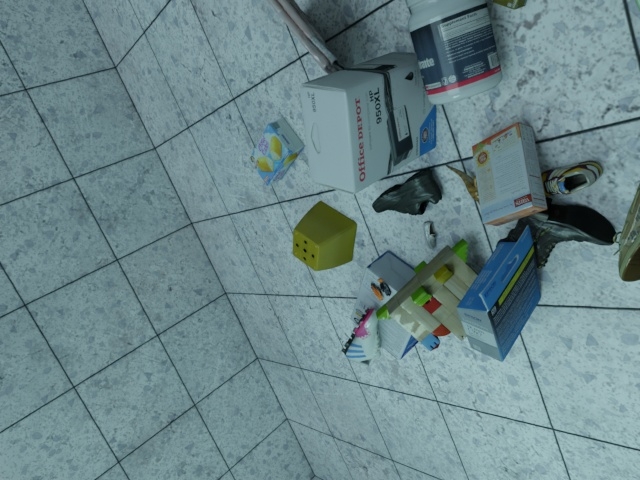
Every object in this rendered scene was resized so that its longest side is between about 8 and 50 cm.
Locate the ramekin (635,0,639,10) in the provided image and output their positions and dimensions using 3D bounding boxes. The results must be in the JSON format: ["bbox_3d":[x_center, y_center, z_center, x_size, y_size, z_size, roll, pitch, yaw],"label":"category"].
[{"bbox_3d":[0.708,-0.488,0.801,0.303,0.148,0.303,30,136,34],"label":"ramekin"}]

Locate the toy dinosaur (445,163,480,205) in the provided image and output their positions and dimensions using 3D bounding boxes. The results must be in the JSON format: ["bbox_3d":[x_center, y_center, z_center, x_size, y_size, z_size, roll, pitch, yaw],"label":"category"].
[{"bbox_3d":[0.452,-0.162,1.431,0.211,0.064,0.112,54,146,6],"label":"toy dinosaur"}]

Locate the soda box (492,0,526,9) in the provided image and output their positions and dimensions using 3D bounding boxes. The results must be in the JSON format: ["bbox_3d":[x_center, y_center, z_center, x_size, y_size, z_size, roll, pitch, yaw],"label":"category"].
[{"bbox_3d":[0.453,-0.623,1.084,0.061,0.058,0.181,36,139,28],"label":"soda box"}]

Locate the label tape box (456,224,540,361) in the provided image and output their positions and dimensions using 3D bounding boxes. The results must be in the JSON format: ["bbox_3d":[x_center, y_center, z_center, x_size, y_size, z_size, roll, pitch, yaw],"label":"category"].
[{"bbox_3d":[0.497,0.143,1.355,0.115,0.249,0.347,21,153,43],"label":"label tape box"}]

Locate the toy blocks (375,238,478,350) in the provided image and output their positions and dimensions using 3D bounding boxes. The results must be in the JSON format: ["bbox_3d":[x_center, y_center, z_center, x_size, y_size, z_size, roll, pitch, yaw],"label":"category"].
[{"bbox_3d":[0.411,0.211,1.589,0.261,0.190,0.381,42,102,-12],"label":"toy blocks"}]

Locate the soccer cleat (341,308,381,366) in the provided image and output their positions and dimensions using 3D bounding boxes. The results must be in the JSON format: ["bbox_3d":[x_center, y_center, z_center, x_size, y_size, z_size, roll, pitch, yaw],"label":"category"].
[{"bbox_3d":[0.191,0.380,1.879,0.143,0.116,0.331,31,142,10],"label":"soccer cleat"}]

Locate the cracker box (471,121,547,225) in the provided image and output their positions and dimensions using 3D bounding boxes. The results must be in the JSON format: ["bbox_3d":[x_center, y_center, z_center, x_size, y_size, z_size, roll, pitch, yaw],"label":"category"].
[{"bbox_3d":[0.493,-0.170,1.279,0.156,0.067,0.232,-25,62,55],"label":"cracker box"}]

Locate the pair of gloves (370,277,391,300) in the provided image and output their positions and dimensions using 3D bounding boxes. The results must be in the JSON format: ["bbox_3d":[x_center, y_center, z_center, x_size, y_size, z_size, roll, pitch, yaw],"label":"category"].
[{"bbox_3d":[0.219,0.177,1.759,0.074,0.010,0.083,56,142,5],"label":"pair of gloves"}]

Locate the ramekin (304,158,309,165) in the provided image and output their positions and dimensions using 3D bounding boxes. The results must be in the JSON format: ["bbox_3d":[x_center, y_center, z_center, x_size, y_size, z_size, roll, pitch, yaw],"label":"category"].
[{"bbox_3d":[0.058,-0.295,1.689,0.109,0.207,0.207,52,145,-8],"label":"ramekin"}]

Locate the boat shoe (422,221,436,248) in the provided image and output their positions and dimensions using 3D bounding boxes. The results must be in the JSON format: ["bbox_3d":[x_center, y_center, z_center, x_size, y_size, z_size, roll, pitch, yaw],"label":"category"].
[{"bbox_3d":[0.378,-0.017,1.655,0.035,0.035,0.100,5,113,52],"label":"boat shoe"}]

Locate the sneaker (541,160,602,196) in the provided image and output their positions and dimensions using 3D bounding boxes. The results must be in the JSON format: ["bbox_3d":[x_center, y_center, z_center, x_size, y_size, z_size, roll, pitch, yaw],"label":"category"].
[{"bbox_3d":[0.609,-0.148,1.234,0.185,0.084,0.069,-23,97,54],"label":"sneaker"}]

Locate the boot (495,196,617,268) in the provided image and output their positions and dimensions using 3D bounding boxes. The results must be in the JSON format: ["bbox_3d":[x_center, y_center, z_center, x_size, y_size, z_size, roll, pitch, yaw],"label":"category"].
[{"bbox_3d":[0.635,0.000,1.329,0.263,0.091,0.229,27,146,23],"label":"boot"}]

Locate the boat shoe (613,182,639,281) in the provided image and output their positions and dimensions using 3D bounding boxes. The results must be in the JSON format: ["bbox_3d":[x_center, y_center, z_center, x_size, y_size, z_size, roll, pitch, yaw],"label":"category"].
[{"bbox_3d":[0.767,-0.031,1.139,0.089,0.105,0.285,-106,16,-56],"label":"boat shoe"}]

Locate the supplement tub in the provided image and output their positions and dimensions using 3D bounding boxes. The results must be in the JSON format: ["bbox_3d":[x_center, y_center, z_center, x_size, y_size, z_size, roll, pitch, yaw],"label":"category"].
[{"bbox_3d":[0.331,-0.496,1.210,0.191,0.191,0.272,1,116,50],"label":"supplement tub"}]

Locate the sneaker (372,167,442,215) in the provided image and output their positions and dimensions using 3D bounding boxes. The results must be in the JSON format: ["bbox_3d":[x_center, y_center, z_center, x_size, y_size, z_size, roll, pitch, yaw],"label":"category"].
[{"bbox_3d":[0.284,-0.132,1.625,0.130,0.109,0.286,55,147,-7],"label":"sneaker"}]

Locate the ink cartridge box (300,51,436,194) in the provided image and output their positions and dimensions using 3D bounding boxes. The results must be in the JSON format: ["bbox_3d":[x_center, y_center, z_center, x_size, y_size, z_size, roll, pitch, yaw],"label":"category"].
[{"bbox_3d":[0.151,-0.341,1.368,0.166,0.395,0.285,22,132,40],"label":"ink cartridge box"}]

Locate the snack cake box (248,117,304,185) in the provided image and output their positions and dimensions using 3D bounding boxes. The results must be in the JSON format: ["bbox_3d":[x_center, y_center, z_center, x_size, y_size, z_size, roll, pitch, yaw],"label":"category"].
[{"bbox_3d":[-0.188,-0.365,2.023,0.152,0.089,0.264,53,144,5],"label":"snack cake box"}]

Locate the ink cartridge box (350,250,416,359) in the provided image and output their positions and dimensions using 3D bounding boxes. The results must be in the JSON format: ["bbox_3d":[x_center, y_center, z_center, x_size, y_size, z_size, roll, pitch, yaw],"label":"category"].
[{"bbox_3d":[0.278,0.276,1.895,0.270,0.151,0.395,39,139,26],"label":"ink cartridge box"}]

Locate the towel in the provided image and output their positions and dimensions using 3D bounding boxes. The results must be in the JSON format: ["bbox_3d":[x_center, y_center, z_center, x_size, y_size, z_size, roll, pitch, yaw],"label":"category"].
[{"bbox_3d":[-0.024,-0.617,1.473,0.053,0.332,0.317,-39,86,16],"label":"towel"}]

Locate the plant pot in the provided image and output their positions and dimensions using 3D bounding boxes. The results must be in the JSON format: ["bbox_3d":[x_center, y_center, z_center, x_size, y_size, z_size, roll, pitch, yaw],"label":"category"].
[{"bbox_3d":[0.000,0.000,1.988,0.212,0.187,0.212,34,138,30],"label":"plant pot"}]
